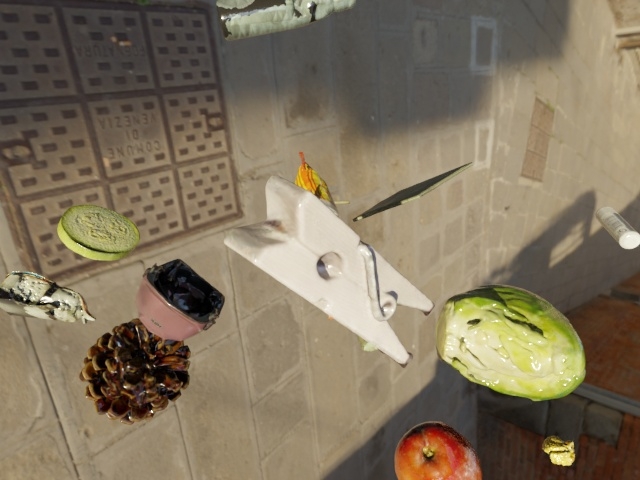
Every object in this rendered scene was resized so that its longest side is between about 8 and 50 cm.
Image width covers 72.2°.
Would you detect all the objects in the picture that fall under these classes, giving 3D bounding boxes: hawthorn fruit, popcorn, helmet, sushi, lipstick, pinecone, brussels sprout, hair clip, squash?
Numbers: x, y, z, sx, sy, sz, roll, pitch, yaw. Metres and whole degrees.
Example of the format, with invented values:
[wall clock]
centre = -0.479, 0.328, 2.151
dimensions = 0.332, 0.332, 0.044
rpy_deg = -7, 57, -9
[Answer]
[hawthorn fruit]
centre = 0.235, 0.455, 0.895
dimensions = 0.173, 0.173, 0.172
rpy_deg = -16, 111, -47
[popcorn]
centre = 0.658, 0.566, 1.194
dimensions = 0.084, 0.084, 0.084
rpy_deg = -16, 111, -47
[helmet]
centre = -0.475, 0.213, 1.420
dimensions = 0.271, 0.338, 0.197
rpy_deg = 41, 102, -6
[sushi]
centre = -0.788, 0.165, 1.291
dimensions = 0.134, 0.273, 0.109
rpy_deg = 109, -13, -58
[lipstick]
centre = 0.627, -0.029, 0.926
dimensions = 0.141, 0.040, 0.040
rpy_deg = -66, 149, -62
[pinecone]
centre = -0.689, 0.478, 1.699
dimensions = 0.398, 0.398, 0.396
rpy_deg = -16, 111, -47
[brussels sprout]
centre = 0.503, 0.272, 1.194
dimensions = 0.314, 0.372, 0.275
rpy_deg = -58, 162, -69
[hair clip]
centre = 0.037, 0.050, 0.506
dimensions = 0.101, 0.085, 0.331
rpy_deg = -52, 138, -3
[squash]
centre = -0.749, -0.024, 1.493
dimensions = 0.252, 0.252, 0.048
rpy_deg = 3, 130, -50

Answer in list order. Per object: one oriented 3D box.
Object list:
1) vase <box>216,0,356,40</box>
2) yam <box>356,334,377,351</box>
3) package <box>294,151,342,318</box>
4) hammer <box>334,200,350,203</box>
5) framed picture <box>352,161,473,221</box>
[vase]
centre = -0.049, -0.356, 0.672
dimensions = 0.212, 0.060, 0.059
rpy_deg = -12, 116, -1
[yam]
centre = 0.087, 0.124, 1.209
dimensions = 0.083, 0.371, 0.083
rpy_deg = -14, 145, -10
[package]
centre = -0.002, -0.006, 0.878
dimensions = 0.109, 0.223, 0.287
rpy_deg = -10, 138, -8
[hammer]
centre = 0.024, -0.137, 1.622
dimensions = 0.182, 0.062, 0.017
rpy_deg = -3, 74, -24
[framed picture]
centre = 0.189, -0.100, 0.936
dimensions = 0.173, 0.231, 0.010
rpy_deg = -31, 96, -27
